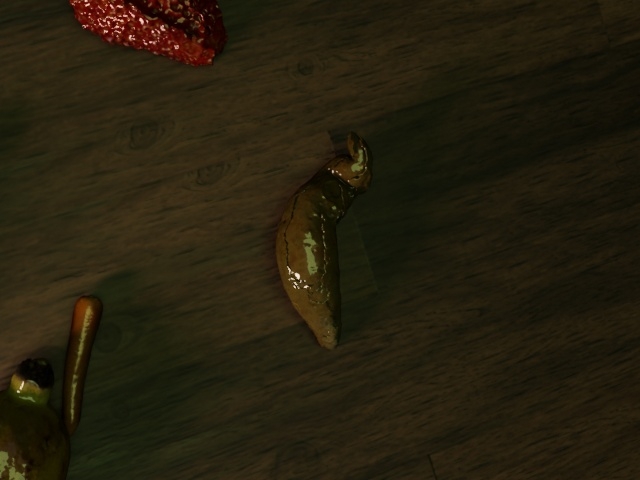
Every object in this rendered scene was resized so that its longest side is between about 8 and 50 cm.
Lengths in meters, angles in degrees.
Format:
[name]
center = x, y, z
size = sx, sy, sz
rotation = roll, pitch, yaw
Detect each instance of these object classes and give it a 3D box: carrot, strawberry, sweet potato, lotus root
[carrot]
center = -0.320, 0.165, 1.233
size = 0.037, 0.037, 0.190
rotation = 11, 89, -16
[strawberry]
center = -0.237, -0.348, 1.236
size = 0.286, 0.106, 0.188
rotation = 35, 81, -13
[sweet potato]
center = -0.003, -0.003, 1.302
size = 0.124, 0.098, 0.310
rotation = 9, 89, -23
[lotus root]
center = -0.400, 0.294, 1.149
size = 0.169, 0.141, 0.314
rotation = 28, 71, -17
